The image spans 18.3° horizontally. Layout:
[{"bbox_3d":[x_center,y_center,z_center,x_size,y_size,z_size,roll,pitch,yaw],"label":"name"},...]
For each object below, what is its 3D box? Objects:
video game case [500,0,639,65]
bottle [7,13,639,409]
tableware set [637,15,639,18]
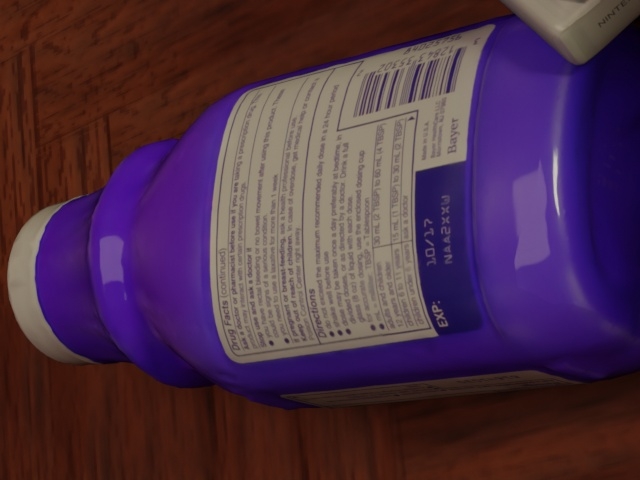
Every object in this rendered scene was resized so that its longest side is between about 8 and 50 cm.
[{"bbox_3d":[0.089,-0.170,0.627,0.183,0.023,0.201,-43,48,2],"label":"video game case"},{"bbox_3d":[0.000,0.000,0.693,0.283,0.092,0.118,-11,69,44],"label":"bottle"},{"bbox_3d":[0.146,-0.117,0.616,0.154,0.024,0.104,2,84,45],"label":"tableware set"}]
